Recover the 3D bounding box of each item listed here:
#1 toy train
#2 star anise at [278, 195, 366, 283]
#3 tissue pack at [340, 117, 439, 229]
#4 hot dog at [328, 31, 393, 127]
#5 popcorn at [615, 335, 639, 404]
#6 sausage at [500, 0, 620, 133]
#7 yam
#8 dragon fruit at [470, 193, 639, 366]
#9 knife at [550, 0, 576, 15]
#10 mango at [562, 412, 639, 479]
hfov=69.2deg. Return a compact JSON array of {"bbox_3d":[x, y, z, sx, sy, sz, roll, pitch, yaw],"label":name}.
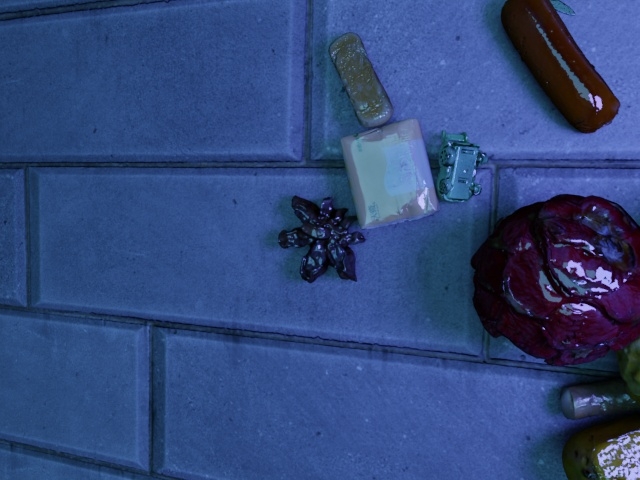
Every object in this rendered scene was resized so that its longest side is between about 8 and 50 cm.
[{"bbox_3d":[0.298,-0.161,1.014,0.099,0.081,0.149,0,107,-15],"label":"toy train"},{"bbox_3d":[-0.006,-0.003,1.104,0.220,0.099,0.213,12,87,16],"label":"star anise"},{"bbox_3d":[0.156,-0.146,1.042,0.187,0.090,0.222,-12,89,10],"label":"tissue pack"},{"bbox_3d":[0.094,-0.359,1.056,0.084,0.073,0.242,-26,74,15],"label":"hot dog"},{"bbox_3d":[0.680,0.197,0.811,0.287,0.215,0.251,-19,73,12],"label":"popcorn"},{"bbox_3d":[0.474,-0.362,0.937,0.102,0.102,0.330,-33,84,16],"label":"sausage"},{"bbox_3d":[0.671,0.301,0.928,0.357,0.081,0.081,-14,89,14],"label":"yam"},{"bbox_3d":[0.445,0.068,0.862,0.330,0.329,0.328,1,94,17],"label":"dragon fruit"},{"bbox_3d":[0.461,-0.516,0.978,0.170,0.010,0.023,35,108,10],"label":"knife"},{"bbox_3d":[0.609,0.415,0.911,0.262,0.167,0.129,-24,72,6],"label":"mango"}]
